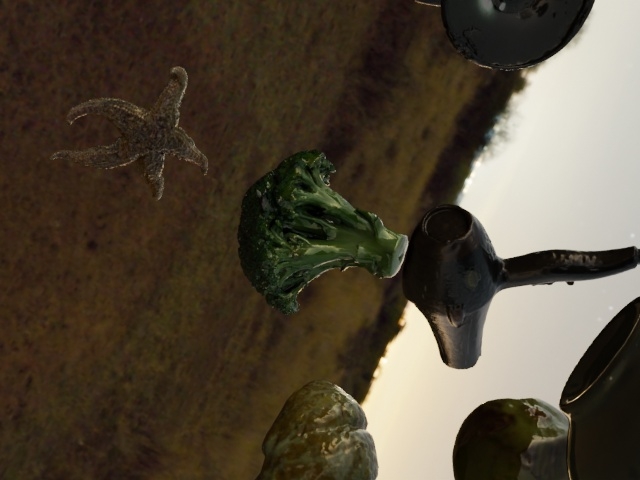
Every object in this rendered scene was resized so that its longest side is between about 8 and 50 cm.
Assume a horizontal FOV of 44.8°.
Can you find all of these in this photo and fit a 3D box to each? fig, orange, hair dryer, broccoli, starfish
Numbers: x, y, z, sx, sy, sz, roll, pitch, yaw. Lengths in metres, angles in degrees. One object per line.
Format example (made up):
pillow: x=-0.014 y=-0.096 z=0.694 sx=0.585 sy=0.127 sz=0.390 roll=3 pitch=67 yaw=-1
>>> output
fig: x=0.362 y=0.428 z=1.458 sx=0.239 sy=0.240 sz=0.271 roll=-54 pitch=160 yaw=-58
orange: x=0.001 y=0.483 z=1.595 sx=0.271 sy=0.210 sz=0.368 roll=17 pitch=86 yaw=-43
hair dryer: x=0.284 y=0.061 z=0.943 sx=0.303 sy=0.360 sz=0.120 roll=70 pitch=19 yaw=-47
broccoli: x=0.000 y=0.000 z=1.219 sx=0.269 sy=0.269 sz=0.254 roll=52 pitch=52 yaw=-82
starfish: x=-0.337 y=-0.184 z=1.495 sx=0.299 sy=0.060 sz=0.302 roll=-38 pitch=138 yaw=-2

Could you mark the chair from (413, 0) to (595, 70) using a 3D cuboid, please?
chair: x=0.228 y=-0.436 z=1.191 sx=0.401 sy=0.227 sz=0.226 roll=-112 pitch=-142 yaw=-54

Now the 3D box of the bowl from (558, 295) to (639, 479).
bowl: x=0.308 y=0.142 z=0.686 sx=0.289 sy=0.146 sz=0.289 roll=-52 pitch=169 yaw=-15
